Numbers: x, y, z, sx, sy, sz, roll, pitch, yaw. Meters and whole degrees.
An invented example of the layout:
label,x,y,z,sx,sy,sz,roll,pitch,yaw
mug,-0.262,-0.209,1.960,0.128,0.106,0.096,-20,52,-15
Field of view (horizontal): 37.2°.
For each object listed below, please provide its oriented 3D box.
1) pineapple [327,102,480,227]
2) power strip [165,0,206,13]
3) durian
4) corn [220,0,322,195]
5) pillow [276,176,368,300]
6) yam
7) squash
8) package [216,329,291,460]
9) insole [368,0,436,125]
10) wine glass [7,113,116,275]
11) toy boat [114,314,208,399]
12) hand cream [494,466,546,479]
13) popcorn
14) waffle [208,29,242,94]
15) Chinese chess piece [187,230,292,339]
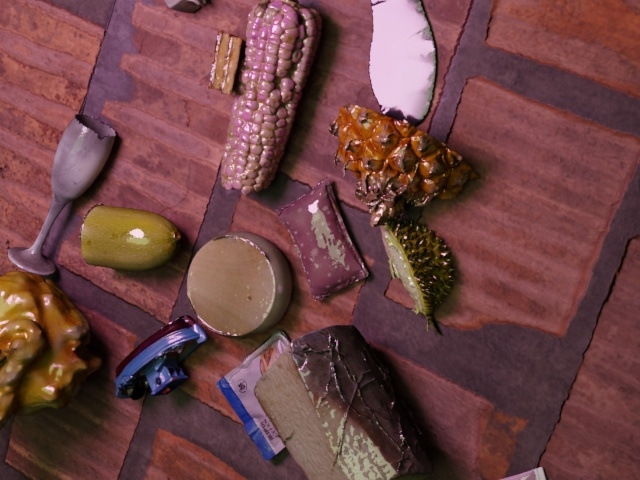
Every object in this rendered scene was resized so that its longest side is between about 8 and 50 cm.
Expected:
label,x,y,z,sx,sy,sz,roll,pitch,yaw
pineapple,0.094,-0.115,1.475,0.249,0.140,0.164,34,85,19
power strip,-0.287,-0.515,1.691,0.052,0.078,0.272,-34,79,26
durian,0.158,0.045,1.527,0.215,0.086,0.100,65,148,12
corn,-0.087,-0.240,1.591,0.126,0.126,0.335,19,103,24
pillow,0.000,0.000,1.603,0.118,0.043,0.185,-27,82,22
yam,0.047,0.289,1.515,0.202,0.201,0.271,-46,65,46
squash,-0.333,-0.005,1.727,0.186,0.123,0.123,4,95,21
package,-0.082,0.272,1.668,0.173,0.027,0.171,-42,75,18
insole,0.122,-0.354,1.543,0.119,0.009,0.348,-10,89,24
wine glass,-0.556,-0.110,1.760,0.309,0.264,0.096,-61,33,16
toy boat,-0.284,0.225,1.721,0.223,0.100,0.097,-39,67,25
hand cream,0.257,0.409,1.513,0.216,0.038,0.052,-17,110,20
popcorn,-0.571,0.206,1.787,0.326,0.290,0.321,91,156,-46
waffle,-0.162,-0.301,1.611,0.042,0.148,0.102,10,100,-8
Chinese chess piece,-0.141,0.078,1.658,0.188,0.083,0.188,0,90,24
